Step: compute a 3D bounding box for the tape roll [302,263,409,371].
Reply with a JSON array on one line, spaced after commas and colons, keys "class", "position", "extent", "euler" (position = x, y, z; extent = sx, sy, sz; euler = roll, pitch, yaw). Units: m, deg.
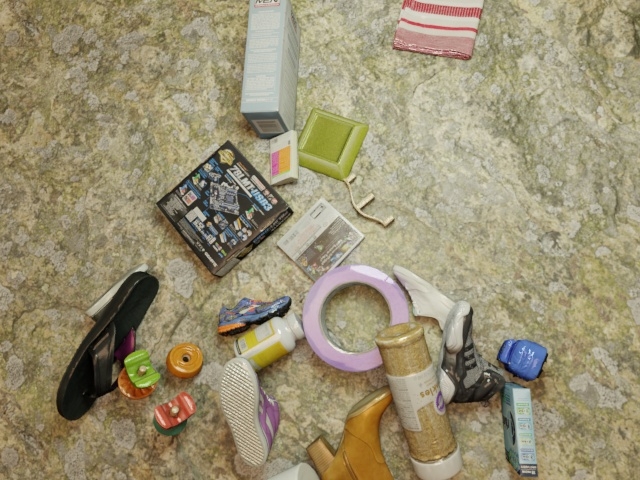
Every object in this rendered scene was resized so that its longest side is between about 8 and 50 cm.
[{"class": "tape roll", "position": [0.095, 0.204, 1.244], "extent": [0.275, 0.090, 0.274], "euler": [-2, 79, 9]}]

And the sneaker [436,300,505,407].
[{"class": "sneaker", "position": [0.379, 0.284, 1.163], "extent": [0.153, 0.101, 0.268], "euler": [9, 100, 5]}]

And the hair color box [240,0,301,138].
[{"class": "hair color box", "position": [-0.139, -0.508, 1.377], "extent": [0.114, 0.185, 0.374], "euler": [1, 79, 10]}]

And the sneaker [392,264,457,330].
[{"class": "sneaker", "position": [0.264, 0.151, 1.238], "extent": [0.212, 0.080, 0.094], "euler": [38, 98, 13]}]

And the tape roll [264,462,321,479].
[{"class": "tape roll", "position": [-0.034, 0.667, 1.070], "extent": [0.100, 0.286, 0.286], "euler": [-26, 76, 4]}]

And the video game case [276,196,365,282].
[{"class": "video game case", "position": [0.000, 0.000, 1.336], "extent": [0.173, 0.022, 0.190], "euler": [43, 87, 15]}]

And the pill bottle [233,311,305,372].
[{"class": "pill bottle", "position": [-0.132, 0.270, 1.260], "extent": [0.184, 0.103, 0.103], "euler": [-30, 76, 2]}]

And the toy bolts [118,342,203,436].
[{"class": "toy bolts", "position": [-0.417, 0.415, 1.287], "extent": [0.218, 0.158, 0.228], "euler": [-15, 62, -38]}]

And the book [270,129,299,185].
[{"class": "book", "position": [-0.109, -0.240, 1.378], "extent": [0.096, 0.035, 0.144], "euler": [-11, 75, 40]}]

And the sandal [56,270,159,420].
[{"class": "sandal", "position": [-0.569, 0.299, 1.291], "extent": [0.107, 0.167, 0.445], "euler": [25, 83, 17]}]

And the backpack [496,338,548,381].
[{"class": "backpack", "position": [0.490, 0.289, 1.145], "extent": [0.101, 0.120, 0.097], "euler": [20, 83, 12]}]

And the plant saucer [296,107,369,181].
[{"class": "plant saucer", "position": [0.022, -0.292, 1.379], "extent": [0.188, 0.045, 0.188], "euler": [22, 83, 13]}]

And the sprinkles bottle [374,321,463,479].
[{"class": "sprinkles bottle", "position": [0.233, 0.379, 1.117], "extent": [0.121, 0.121, 0.355], "euler": [-17, 95, 6]}]

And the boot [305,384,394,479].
[{"class": "boot", "position": [0.129, 0.525, 1.176], "extent": [0.295, 0.104, 0.211], "euler": [-41, 81, 5]}]

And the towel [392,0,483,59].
[{"class": "towel", "position": [0.366, -0.710, 1.413], "extent": [0.237, 0.037, 0.328], "euler": [13, 81, 11]}]

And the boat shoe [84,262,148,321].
[{"class": "boat shoe", "position": [-0.581, 0.156, 1.379], "extent": [0.219, 0.078, 0.070], "euler": [-43, 110, -4]}]

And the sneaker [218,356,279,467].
[{"class": "sneaker", "position": [-0.174, 0.405, 1.200], "extent": [0.102, 0.161, 0.281], "euler": [-4, 103, 16]}]

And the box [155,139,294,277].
[{"class": "box", "position": [-0.281, -0.095, 1.375], "extent": [0.293, 0.073, 0.295], "euler": [-42, 75, -2]}]

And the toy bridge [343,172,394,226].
[{"class": "toy bridge", "position": [0.126, -0.108, 1.334], "extent": [0.063, 0.026, 0.188], "euler": [-41, 76, 1]}]

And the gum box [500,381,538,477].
[{"class": "gum box", "position": [0.461, 0.434, 1.102], "extent": [0.041, 0.157, 0.184], "euler": [-3, 79, 9]}]

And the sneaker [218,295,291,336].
[{"class": "sneaker", "position": [-0.186, 0.191, 1.299], "extent": [0.221, 0.083, 0.087], "euler": [-18, 68, 2]}]
